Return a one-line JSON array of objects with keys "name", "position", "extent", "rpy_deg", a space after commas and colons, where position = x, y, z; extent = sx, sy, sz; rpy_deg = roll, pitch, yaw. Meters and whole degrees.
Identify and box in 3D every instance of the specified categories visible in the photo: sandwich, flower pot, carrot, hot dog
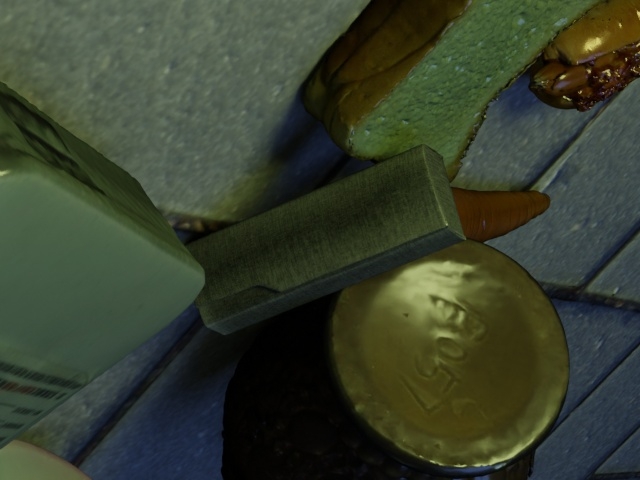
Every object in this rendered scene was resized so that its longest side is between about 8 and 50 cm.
[{"name": "sandwich", "position": [0.101, -0.146, 1.246], "extent": [0.215, 0.065, 0.186], "rpy_deg": [-49, 154, 16]}, {"name": "flower pot", "position": [0.067, 0.131, 1.375], "extent": [0.266, 0.267, 0.267], "rpy_deg": [-28, 165, -25]}, {"name": "carrot", "position": [0.121, -0.021, 1.502], "extent": [0.069, 0.069, 0.336], "rpy_deg": [-53, 159, 25]}, {"name": "hot dog", "position": [0.268, -0.172, 1.428], "extent": [0.249, 0.076, 0.102], "rpy_deg": [-29, 156, -26]}]

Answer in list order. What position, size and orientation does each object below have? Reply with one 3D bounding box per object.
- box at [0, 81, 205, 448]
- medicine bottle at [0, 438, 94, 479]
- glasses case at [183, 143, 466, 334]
[{"name": "box", "position": [-0.281, 0.079, 0.962], "extent": [0.396, 0.111, 0.396], "rpy_deg": [-37, 164, 2]}, {"name": "medicine bottle", "position": [-0.309, 0.352, 1.307], "extent": [0.388, 0.219, 0.219], "rpy_deg": [-48, 154, 15]}, {"name": "glasses case", "position": [0.000, 0.000, 1.250], "extent": [0.205, 0.071, 0.047], "rpy_deg": [-22, 157, 20]}]
